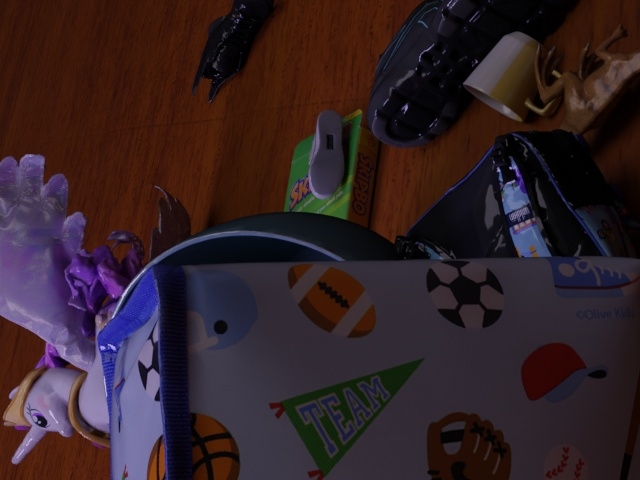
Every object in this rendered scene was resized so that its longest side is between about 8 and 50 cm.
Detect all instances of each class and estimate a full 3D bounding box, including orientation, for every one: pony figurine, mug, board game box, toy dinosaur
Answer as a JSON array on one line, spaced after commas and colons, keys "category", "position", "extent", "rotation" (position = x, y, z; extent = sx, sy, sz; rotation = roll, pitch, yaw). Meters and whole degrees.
[{"category": "pony figurine", "position": [-0.218, 0.102, 1.514], "extent": [0.363, 0.302, 0.351], "rotation": [8, 86, 45]}, {"category": "mug", "position": [0.173, -0.141, 1.205], "extent": [0.064, 0.078, 0.062], "rotation": [-58, -4, 1]}, {"category": "board game box", "position": [0.000, 0.000, 1.409], "extent": [0.124, 0.039, 0.260], "rotation": [-23, 54, 51]}, {"category": "toy dinosaur", "position": [0.207, -0.105, 1.100], "extent": [0.211, 0.064, 0.112], "rotation": [-53, 33, 25]}]

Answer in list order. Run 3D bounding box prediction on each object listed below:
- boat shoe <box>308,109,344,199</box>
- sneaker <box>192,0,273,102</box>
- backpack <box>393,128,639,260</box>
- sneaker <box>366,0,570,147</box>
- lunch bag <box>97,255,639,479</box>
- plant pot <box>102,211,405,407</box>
[{"category": "boat shoe", "position": [0.004, -0.082, 1.399], "extent": [0.035, 0.035, 0.100], "rotation": [110, 164, -61]}, {"category": "sneaker", "position": [-0.112, -0.248, 1.760], "extent": [0.170, 0.051, 0.089], "rotation": [-32, 45, 54]}, {"category": "backpack", "position": [0.166, 0.022, 1.028], "extent": [0.158, 0.117, 0.173], "rotation": [-47, 67, 36]}, {"category": "sneaker", "position": [0.126, -0.201, 1.268], "extent": [0.267, 0.101, 0.106], "rotation": [-43, 35, 37]}, {"category": "lunch bag", "position": [0.045, 0.218, 0.808], "extent": [0.239, 0.327, 0.386], "rotation": [135, 131, -67]}, {"category": "plant pot", "position": [-0.007, 0.095, 1.155], "extent": [0.290, 0.290, 0.195], "rotation": [-50, -2, 29]}]
